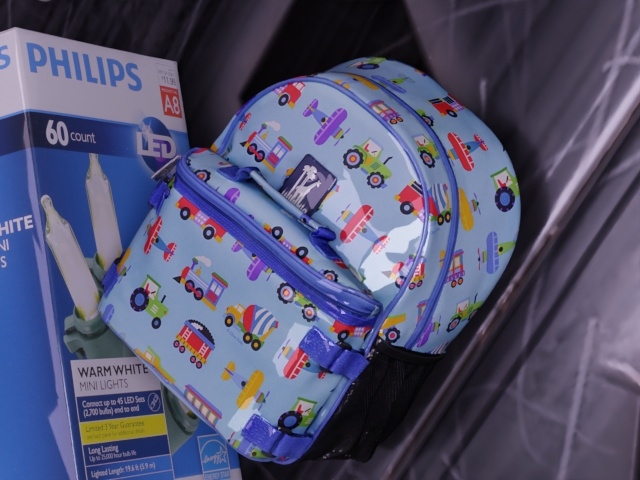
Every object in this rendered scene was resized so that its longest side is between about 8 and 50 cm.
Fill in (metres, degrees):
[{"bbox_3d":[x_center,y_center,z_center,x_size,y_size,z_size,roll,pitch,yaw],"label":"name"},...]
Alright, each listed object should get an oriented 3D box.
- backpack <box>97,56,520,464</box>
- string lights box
[{"bbox_3d":[0.000,0.000,0.706,0.158,0.117,0.173,45,110,26],"label":"backpack"},{"bbox_3d":[-0.122,0.033,0.777,0.077,0.133,0.259,-14,82,31],"label":"string lights box"}]
